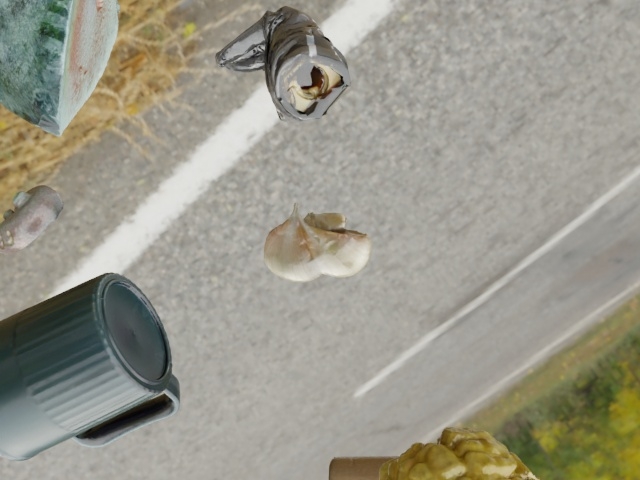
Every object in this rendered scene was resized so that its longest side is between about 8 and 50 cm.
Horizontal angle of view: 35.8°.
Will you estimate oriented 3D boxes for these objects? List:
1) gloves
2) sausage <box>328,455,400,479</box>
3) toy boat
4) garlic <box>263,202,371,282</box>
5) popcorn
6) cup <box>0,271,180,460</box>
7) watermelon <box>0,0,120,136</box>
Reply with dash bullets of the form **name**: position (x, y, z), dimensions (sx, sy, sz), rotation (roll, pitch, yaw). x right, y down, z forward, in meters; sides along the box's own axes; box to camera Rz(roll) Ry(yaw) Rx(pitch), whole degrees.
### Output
- **gloves**: position (-0.034, -0.185, 1.097), dimensions (0.119, 0.285, 0.142), rotation (-23, 114, -16)
- **sausage**: position (0.147, 0.462, 1.846), dimensions (0.252, 0.123, 0.123), rotation (-3, 160, 9)
- **toy boat**: position (-0.597, -0.051, 1.965), dimensions (0.227, 0.085, 0.155), rotation (-9, -141, 56)
- **garlic**: position (-0.003, 0.008, 1.616), dimensions (0.174, 0.124, 0.099), rotation (2, 171, 18)
- **popcorn**: position (0.174, 0.360, 1.314), dimensions (0.250, 0.190, 0.250), rotation (-1, 126, -1)
- **cup**: position (-0.415, 0.236, 1.695), dimensions (0.292, 0.308, 0.242), rotation (-27, -170, 15)
- **watermelon**: position (-0.313, -0.265, 1.221), dimensions (0.319, 0.290, 0.213), rotation (-25, 160, 31)
